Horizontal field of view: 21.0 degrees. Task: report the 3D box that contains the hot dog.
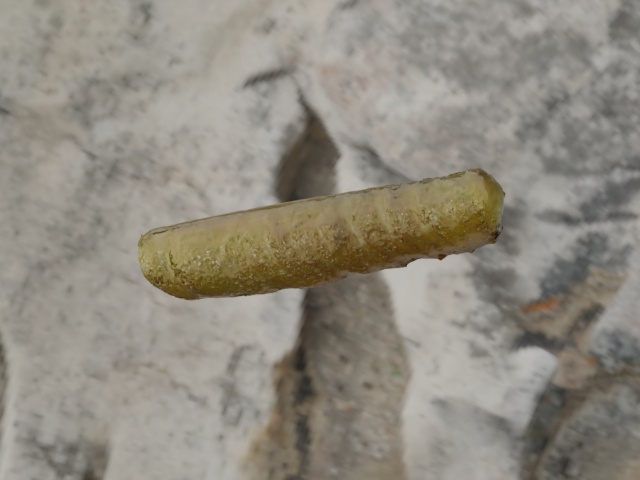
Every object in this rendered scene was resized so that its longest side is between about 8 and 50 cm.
[{"bbox_3d":[0.000,0.000,1.302,0.289,0.083,0.068,-9,80,18],"label":"hot dog"}]
